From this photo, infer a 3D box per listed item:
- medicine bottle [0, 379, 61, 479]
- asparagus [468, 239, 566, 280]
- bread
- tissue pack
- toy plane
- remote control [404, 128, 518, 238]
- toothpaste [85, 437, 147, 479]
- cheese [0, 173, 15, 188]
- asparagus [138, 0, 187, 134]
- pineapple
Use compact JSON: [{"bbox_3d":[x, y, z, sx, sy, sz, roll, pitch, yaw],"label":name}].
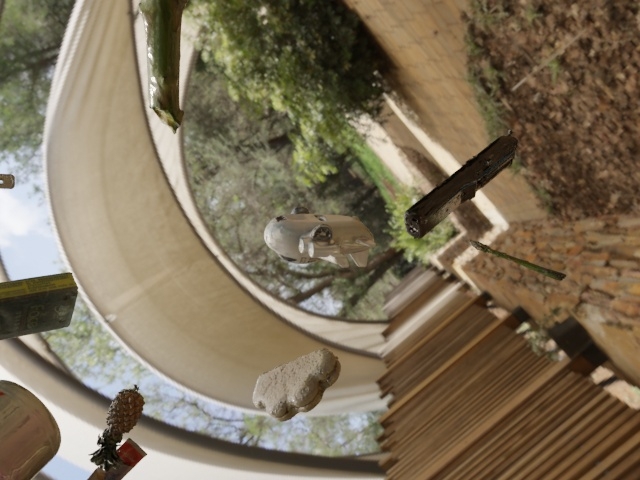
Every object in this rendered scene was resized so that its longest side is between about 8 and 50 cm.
[{"bbox_3d":[-0.811,0.514,1.474,0.256,0.256,0.325,49,-139,-5],"label":"medicine bottle"},{"bbox_3d":[0.456,0.045,1.466,0.233,0.022,0.023,22,-167,8],"label":"asparagus"},{"bbox_3d":[-0.081,0.484,2.037,0.102,0.337,0.183,44,-150,-31],"label":"bread"},{"bbox_3d":[-0.821,0.184,1.740,0.257,0.185,0.081,-9,-128,-39],"label":"tissue pack"},{"bbox_3d":[0.000,0.000,1.319,0.245,0.117,0.244,7,-162,-2],"label":"toy plane"},{"bbox_3d":[0.399,-0.149,1.762,0.062,0.399,0.144,47,170,28],"label":"remote control"},{"bbox_3d":[-0.612,0.675,1.719,0.075,0.301,0.048,44,155,3],"label":"toothpaste"},{"bbox_3d":[-0.924,-0.158,1.611,0.050,0.255,0.127,180,89,-67],"label":"cheese"},{"bbox_3d":[-0.308,-0.365,1.244,0.082,0.343,0.085,22,-148,17],"label":"asparagus"},{"bbox_3d":[-0.510,0.474,1.600,0.103,0.221,0.083,11,161,29],"label":"pineapple"}]
